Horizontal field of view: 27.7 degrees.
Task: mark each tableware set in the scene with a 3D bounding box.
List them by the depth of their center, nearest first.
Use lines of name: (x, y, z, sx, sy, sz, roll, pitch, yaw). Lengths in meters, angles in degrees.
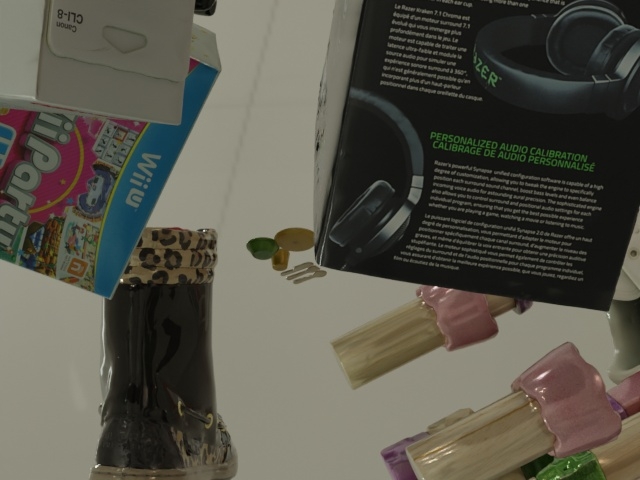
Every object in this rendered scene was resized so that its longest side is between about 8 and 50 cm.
tableware set: (0.000, 0.000, 1.420, 0.104, 0.154, 0.024, 34, -134, -44)

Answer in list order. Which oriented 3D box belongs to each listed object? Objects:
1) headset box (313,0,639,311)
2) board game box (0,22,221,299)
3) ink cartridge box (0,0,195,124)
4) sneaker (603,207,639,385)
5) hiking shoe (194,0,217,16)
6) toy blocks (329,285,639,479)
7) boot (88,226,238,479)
headset box: (0.083, -0.156, 0.580, 0.246, 0.131, 0.283, -88, 7, -62)
board game box: (-0.261, -0.114, 1.021, 0.224, 0.303, 0.097, -62, 19, 20)
ink cartridge box: (-0.179, -0.143, 0.785, 0.128, 0.176, 0.127, 3, -85, -57)
sneaker: (0.257, -0.030, 0.985, 0.114, 0.152, 0.305, 180, 80, -68)
hiking shoe: (-0.225, -0.171, 1.261, 0.304, 0.132, 0.113, -48, -5, 18)
toy blocks: (0.199, 0.166, 0.925, 0.309, 0.260, 0.288, 66, 174, -17)
boot: (-0.166, 0.127, 1.423, 0.377, 0.138, 0.284, 7, -96, -83)
